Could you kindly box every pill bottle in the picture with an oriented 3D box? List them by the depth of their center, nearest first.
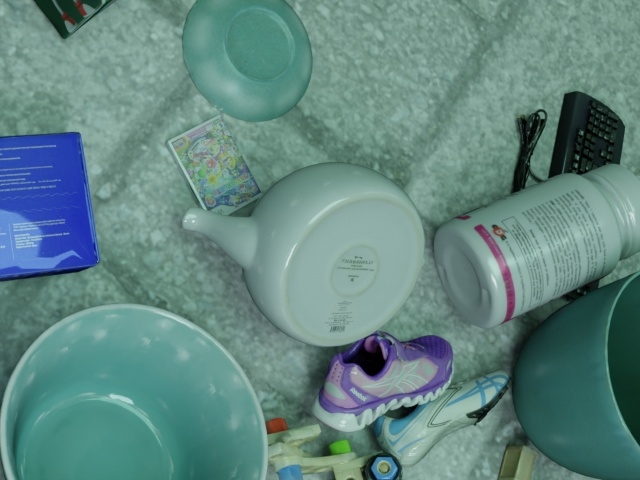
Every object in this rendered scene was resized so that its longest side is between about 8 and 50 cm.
[{"bbox_3d":[0.316,0.001,1.829,0.283,0.160,0.160,-22,93,-19],"label":"pill bottle"}]

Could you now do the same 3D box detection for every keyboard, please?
[{"bbox_3d":[0.367,-0.078,1.970,0.202,0.033,0.317,20,72,-24],"label":"keyboard"}]

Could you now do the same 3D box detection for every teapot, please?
[{"bbox_3d":[0.000,0.000,1.676,0.252,0.187,0.256,-40,129,-9],"label":"teapot"}]

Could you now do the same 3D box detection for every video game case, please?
[{"bbox_3d":[-0.138,-0.093,1.705,0.087,0.011,0.122,-31,97,-29],"label":"video game case"}]

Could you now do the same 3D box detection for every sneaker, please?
[{"bbox_3d":[0.091,0.163,1.710,0.236,0.095,0.104,-19,125,-40],"label":"sneaker"},{"bbox_3d":[0.172,0.225,1.786,0.237,0.085,0.086,-25,67,-36],"label":"sneaker"}]

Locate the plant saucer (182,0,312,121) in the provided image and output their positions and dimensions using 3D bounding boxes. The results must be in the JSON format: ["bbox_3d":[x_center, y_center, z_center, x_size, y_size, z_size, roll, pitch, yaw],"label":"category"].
[{"bbox_3d":[-0.088,-0.257,1.746,0.195,0.037,0.195,5,80,-29],"label":"plant saucer"}]

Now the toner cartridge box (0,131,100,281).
[{"bbox_3d":[-0.438,-0.028,1.493,0.348,0.075,0.165,-6,84,-30],"label":"toner cartridge box"}]

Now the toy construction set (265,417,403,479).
[{"bbox_3d":[0.018,0.374,1.647,0.215,0.151,0.327,-16,81,-5],"label":"toy construction set"}]

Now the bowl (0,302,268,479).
[{"bbox_3d":[-0.231,0.243,1.488,0.312,0.163,0.311,12,61,-24],"label":"bowl"}]

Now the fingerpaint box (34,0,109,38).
[{"bbox_3d":[-0.251,-0.537,1.630,0.445,0.163,0.371,-43,103,-28],"label":"fingerpaint box"}]

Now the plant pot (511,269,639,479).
[{"bbox_3d":[0.411,0.202,1.816,0.293,0.235,0.293,12,69,-33],"label":"plant pot"}]

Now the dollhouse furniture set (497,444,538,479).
[{"bbox_3d":[0.317,0.383,1.788,0.101,0.161,0.181,26,71,-23],"label":"dollhouse furniture set"}]
